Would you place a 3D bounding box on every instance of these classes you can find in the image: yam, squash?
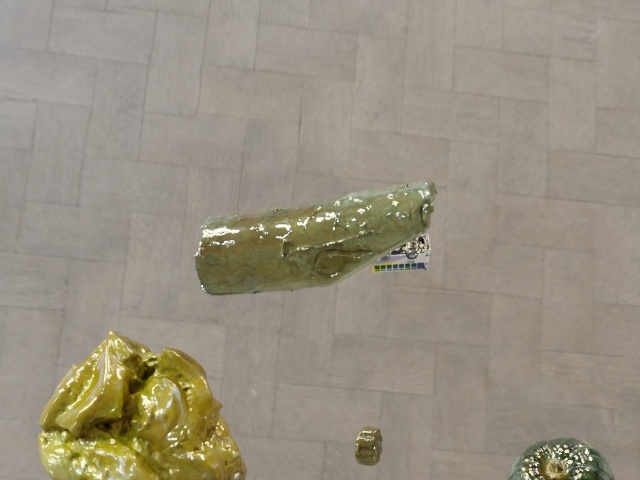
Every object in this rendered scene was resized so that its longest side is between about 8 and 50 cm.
[{"bbox_3d":[0.000,0.000,0.835,0.259,0.106,0.106,-7,80,15],"label":"yam"},{"bbox_3d":[0.480,0.495,1.549,0.218,0.218,0.172,-25,98,-10],"label":"squash"}]

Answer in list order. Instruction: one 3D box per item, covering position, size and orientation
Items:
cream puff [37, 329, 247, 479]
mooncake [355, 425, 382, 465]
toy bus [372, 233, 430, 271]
[{"bbox_3d":[-0.264,0.289,1.236,0.324,0.291,0.257,18,94,19],"label":"cream puff"},{"bbox_3d":[0.058,0.317,0.950,0.057,0.347,0.150,-11,117,4],"label":"mooncake"},{"bbox_3d":[0.139,0.024,1.347,0.102,0.058,0.052,-3,49,3],"label":"toy bus"}]
